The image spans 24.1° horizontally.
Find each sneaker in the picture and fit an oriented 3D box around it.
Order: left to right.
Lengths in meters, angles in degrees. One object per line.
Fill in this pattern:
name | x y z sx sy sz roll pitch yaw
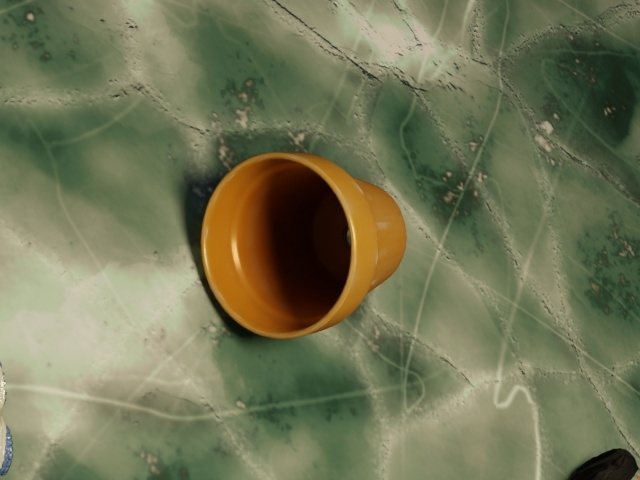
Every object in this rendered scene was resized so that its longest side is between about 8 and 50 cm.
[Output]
sneaker | -0.333 0.160 1.433 0.058 0.052 0.135 0 65 -34

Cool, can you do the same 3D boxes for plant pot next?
plant pot | 0.000 0.000 1.708 0.188 0.205 0.205 -7 69 -57

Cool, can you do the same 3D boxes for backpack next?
backpack | 0.380 0.361 1.842 0.152 0.115 0.182 -30 88 -47
